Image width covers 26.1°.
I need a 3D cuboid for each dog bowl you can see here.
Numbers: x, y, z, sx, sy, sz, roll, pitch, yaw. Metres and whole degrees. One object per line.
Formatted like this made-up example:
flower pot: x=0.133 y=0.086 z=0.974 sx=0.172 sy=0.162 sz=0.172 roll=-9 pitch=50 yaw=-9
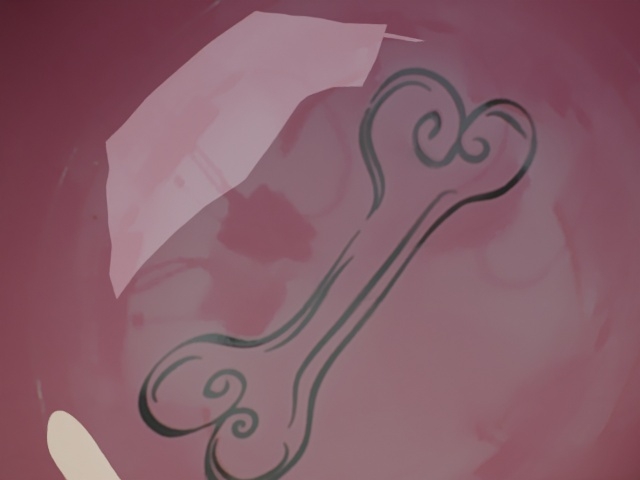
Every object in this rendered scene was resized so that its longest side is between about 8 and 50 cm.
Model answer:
dog bowl: x=0.000 y=0.000 z=0.431 sx=0.408 sy=0.150 sz=0.408 roll=-9 pitch=64 yaw=19
